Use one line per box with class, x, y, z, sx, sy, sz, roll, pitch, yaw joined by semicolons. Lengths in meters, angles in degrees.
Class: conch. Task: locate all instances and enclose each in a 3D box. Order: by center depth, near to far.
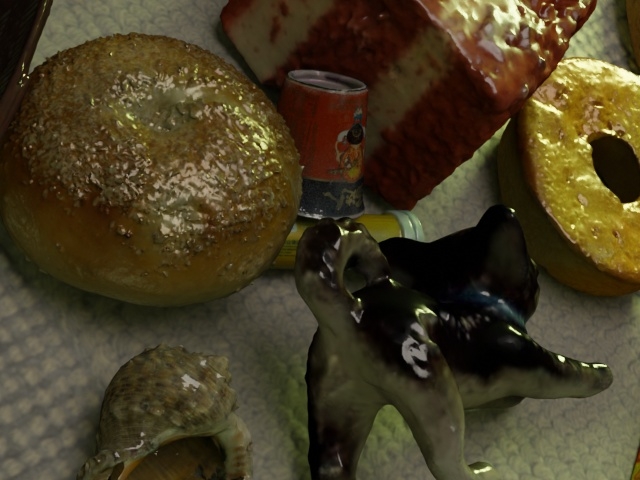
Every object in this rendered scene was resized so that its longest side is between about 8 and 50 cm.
conch;-0.140;0.188;1.422;0.155;0.130;0.207;36;63;6

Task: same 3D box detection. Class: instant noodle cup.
instant noodle cup;-0.003;-0.103;1.645;0.127;0.135;0.127;9;17;-3

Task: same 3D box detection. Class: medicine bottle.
medicine bottle;0.000;0.000;1.664;0.218;0.074;0.073;2;63;-30

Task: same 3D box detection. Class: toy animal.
toy animal;0.119;0.079;1.572;0.344;0.194;0.302;-33;105;-46

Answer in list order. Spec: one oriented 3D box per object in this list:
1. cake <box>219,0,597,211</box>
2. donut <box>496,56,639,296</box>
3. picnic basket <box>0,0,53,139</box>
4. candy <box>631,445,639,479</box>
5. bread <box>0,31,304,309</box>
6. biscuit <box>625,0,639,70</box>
cake;0.097;-0.251;1.744;0.319;0.270;0.269;43;49;-3
donut;0.333;-0.068;1.899;0.303;0.110;0.302;14;59;-25
picnic basket;-0.384;-0.192;1.483;0.223;0.129;0.296;25;52;-18
candy;0.457;0.180;1.812;0.088;0.146;0.276;35;49;-13
bread;-0.162;-0.079;1.511;0.306;0.158;0.305;8;53;-11
biscuit;0.533;-0.288;2.184;0.277;0.052;0.262;9;66;-29
